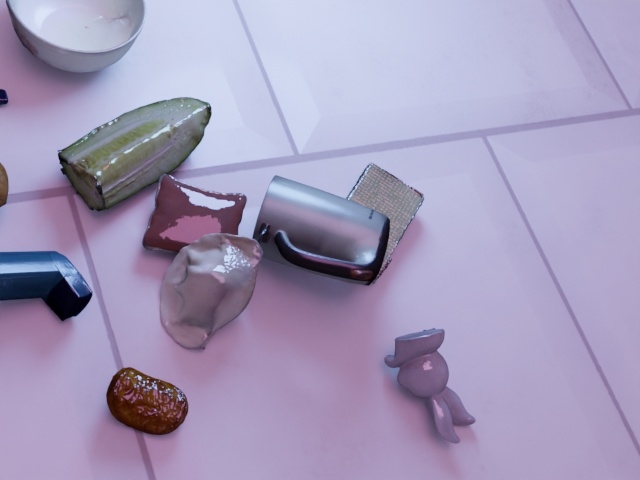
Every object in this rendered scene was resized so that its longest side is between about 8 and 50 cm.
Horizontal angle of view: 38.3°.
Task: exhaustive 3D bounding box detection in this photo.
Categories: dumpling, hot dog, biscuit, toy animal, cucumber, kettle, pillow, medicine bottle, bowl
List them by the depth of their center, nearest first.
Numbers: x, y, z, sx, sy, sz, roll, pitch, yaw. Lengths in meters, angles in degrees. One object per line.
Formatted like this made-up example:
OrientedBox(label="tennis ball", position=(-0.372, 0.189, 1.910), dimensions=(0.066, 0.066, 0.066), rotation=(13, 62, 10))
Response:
OrientedBox(label="medicine bottle", position=(-0.526, 0.074, 1.582), dimensions=(0.258, 0.079, 0.124), rotation=(2, 50, -46))
OrientedBox(label="hot dog", position=(-0.302, 0.279, 1.606), dimensions=(0.147, 0.065, 0.099), rotation=(25, 54, -20))
OrientedBox(label="dumpling", position=(-0.209, 0.077, 1.722), dimensions=(0.166, 0.216, 0.126), rotation=(34, 24, 10))
OrientedBox(label="kettle", position=(0.000, 0.000, 1.785), dimensions=(0.255, 0.165, 0.240), rotation=(20, 25, 2))
OrientedBox(label="pillow", position=(-0.246, -0.033, 1.801), dimensions=(0.179, 0.075, 0.171), rotation=(16, 64, -10))
OrientedBox(label="toy animal", position=(0.209, 0.286, 1.804), dimensions=(0.104, 0.130, 0.221), rotation=(-22, 98, -64))
OrientedBox(label="cucumber", position=(-0.357, -0.182, 1.832), dimensions=(0.145, 0.105, 0.325), rotation=(28, 50, 29))
OrientedBox(label="bowl", position=(-0.506, -0.454, 1.900), dimensions=(0.277, 0.145, 0.277), rotation=(9, 60, -16))
OrientedBox(label="biscuit", position=(0.108, -0.036, 1.957), dimensions=(0.150, 0.052, 0.252), rotation=(30, 58, 2))

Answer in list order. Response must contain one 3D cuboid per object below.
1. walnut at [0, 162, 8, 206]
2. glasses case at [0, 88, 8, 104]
OrientedBox(label="walnut", position=(-0.637, -0.108, 1.641), dimensions=(0.180, 0.144, 0.144), rotation=(26, 49, -45))
OrientedBox(label="glasses case", position=(-0.658, -0.282, 1.813), dimensions=(0.083, 0.023, 0.033), rotation=(0, 57, -24))
